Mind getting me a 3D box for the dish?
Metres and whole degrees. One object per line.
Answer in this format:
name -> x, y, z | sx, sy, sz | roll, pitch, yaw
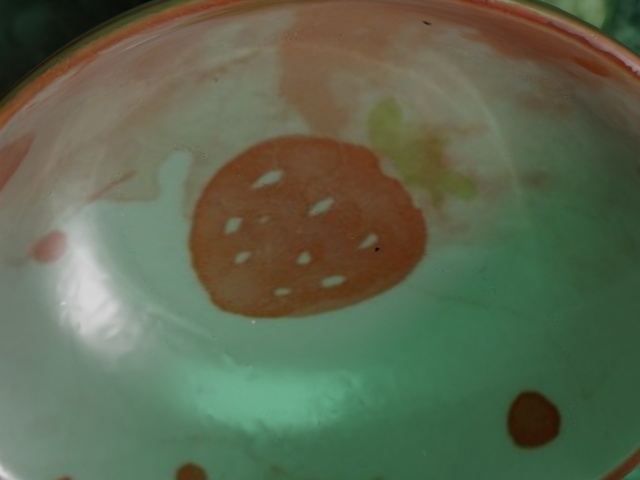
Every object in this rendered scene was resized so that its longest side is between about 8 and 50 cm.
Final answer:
dish -> 0.000, 0.000, 0.580 | 0.260, 0.085, 0.260 | -3, 132, -3
